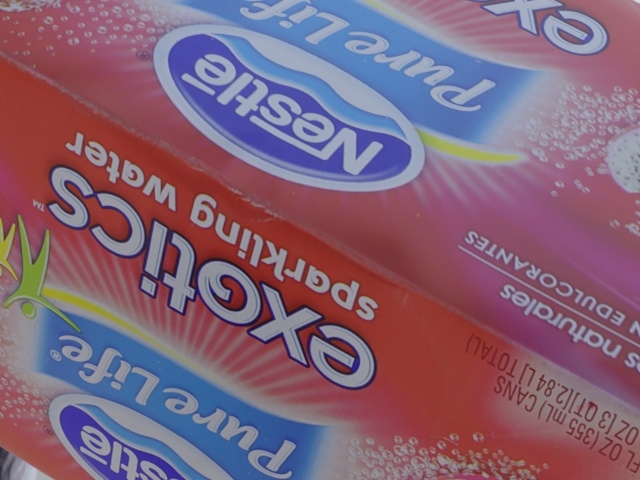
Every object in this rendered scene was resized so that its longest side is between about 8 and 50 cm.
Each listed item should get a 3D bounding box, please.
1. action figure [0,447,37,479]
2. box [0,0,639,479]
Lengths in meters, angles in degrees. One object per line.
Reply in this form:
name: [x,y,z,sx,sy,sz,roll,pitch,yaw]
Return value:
action figure: [-0.250,0.017,0.896,0.341,0.178,0.330,44,-19,-31]
box: [0.000,0.000,0.440,0.122,0.257,0.128,-47,161,-42]
